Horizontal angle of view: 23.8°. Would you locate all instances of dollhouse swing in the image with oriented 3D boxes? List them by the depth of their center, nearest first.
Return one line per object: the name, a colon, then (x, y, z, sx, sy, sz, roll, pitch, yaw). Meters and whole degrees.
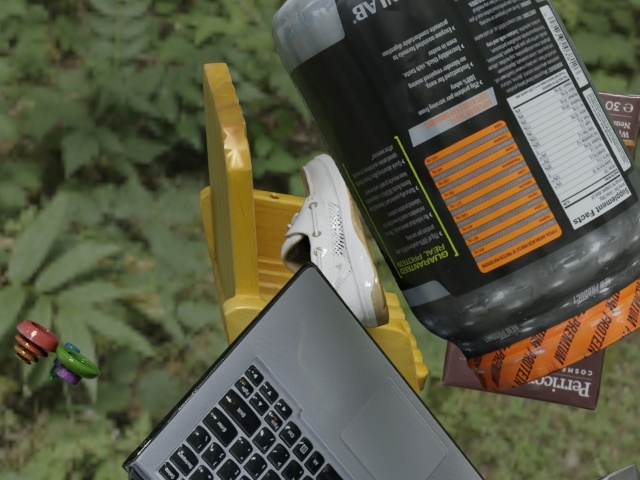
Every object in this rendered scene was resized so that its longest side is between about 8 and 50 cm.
dollhouse swing: (-0.007, -0.019, 1.842, 0.315, 0.305, 0.347, 8, 23, -13)

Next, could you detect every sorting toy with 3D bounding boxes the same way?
sorting toy: (-0.272, 0.123, 1.541, 0.102, 0.042, 0.061, 35, 1, 20)

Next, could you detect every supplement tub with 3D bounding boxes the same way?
supplement tub: (0.121, -0.069, 1.170, 0.207, 0.207, 0.338, -28, 92, -41)

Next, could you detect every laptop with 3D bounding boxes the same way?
laptop: (0.025, 0.303, 1.346, 0.408, 0.382, 0.236, -48, 29, -20)

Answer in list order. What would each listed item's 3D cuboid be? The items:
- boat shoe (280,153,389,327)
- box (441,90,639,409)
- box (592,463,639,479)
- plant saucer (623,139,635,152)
boat shoe: (0.000, 0.000, 1.697, 0.096, 0.098, 0.277, -17, 37, -1)
box: (0.270, 0.002, 1.846, 0.191, 0.381, 0.143, 8, 1, 9)
box: (0.212, 0.373, 1.260, 0.076, 0.242, 0.307, -6, 70, -59)
plant saucer: (0.292, -0.088, 1.601, 0.083, 0.083, 0.013, -9, 81, -23)
